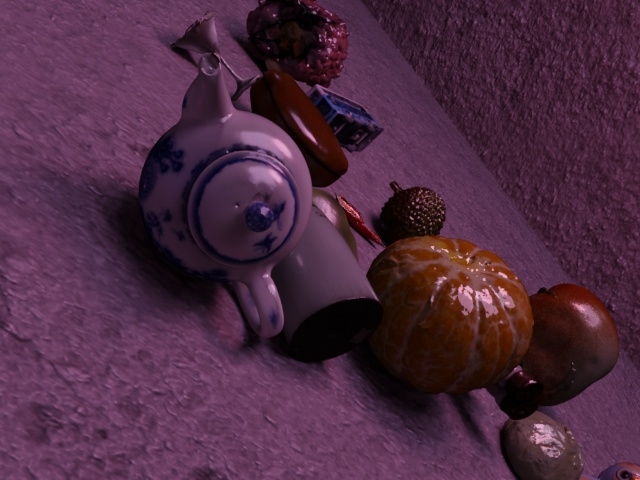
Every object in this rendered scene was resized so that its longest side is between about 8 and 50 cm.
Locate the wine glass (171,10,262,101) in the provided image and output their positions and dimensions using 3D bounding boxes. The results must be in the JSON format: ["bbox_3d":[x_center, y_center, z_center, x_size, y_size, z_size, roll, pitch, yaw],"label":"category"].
[{"bbox_3d":[-0.224,-0.403,1.723,0.183,0.122,0.122,50,21,-12],"label":"wine glass"}]

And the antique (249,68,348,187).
[{"bbox_3d":[-0.056,-0.239,1.708,0.278,0.129,0.223,55,20,2],"label":"antique"}]

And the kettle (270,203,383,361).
[{"bbox_3d":[0.001,0.063,1.296,0.221,0.161,0.236,16,35,-45],"label":"kettle"}]

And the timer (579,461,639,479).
[{"bbox_3d":[0.658,0.558,1.704,0.255,0.175,0.175,30,28,-35],"label":"timer"}]

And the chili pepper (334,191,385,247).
[{"bbox_3d":[0.086,-0.044,1.803,0.178,0.027,0.045,43,27,-11],"label":"chili pepper"}]

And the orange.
[{"bbox_3d":[0.228,0.136,1.437,0.329,0.249,0.329,16,35,-11],"label":"orange"}]

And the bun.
[{"bbox_3d":[0.469,0.435,1.614,0.195,0.118,0.195,37,28,-24],"label":"bun"}]

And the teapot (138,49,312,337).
[{"bbox_3d":[-0.124,-0.056,1.104,0.280,0.252,0.424,-149,-135,-64],"label":"teapot"}]

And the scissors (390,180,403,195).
[{"bbox_3d":[0.285,-0.101,2.279,0.220,0.017,0.088,32,24,-35],"label":"scissors"}]

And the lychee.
[{"bbox_3d":[0.231,-0.055,1.911,0.171,0.171,0.171,39,24,-21],"label":"lychee"}]

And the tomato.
[{"bbox_3d":[0.561,0.256,1.849,0.303,0.303,0.239,15,37,-53],"label":"tomato"}]

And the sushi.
[{"bbox_3d":[-0.062,-0.526,2.058,0.270,0.237,0.171,38,14,15],"label":"sushi"}]

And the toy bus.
[{"bbox_3d":[0.058,-0.328,2.119,0.131,0.106,0.297,54,21,20],"label":"toy bus"}]

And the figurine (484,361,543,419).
[{"bbox_3d":[0.340,0.209,1.634,0.167,0.282,0.370,-10,38,-15],"label":"figurine"}]

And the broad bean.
[{"bbox_3d":[0.000,0.000,1.497,0.169,0.100,0.228,32,39,-18],"label":"broad bean"}]
